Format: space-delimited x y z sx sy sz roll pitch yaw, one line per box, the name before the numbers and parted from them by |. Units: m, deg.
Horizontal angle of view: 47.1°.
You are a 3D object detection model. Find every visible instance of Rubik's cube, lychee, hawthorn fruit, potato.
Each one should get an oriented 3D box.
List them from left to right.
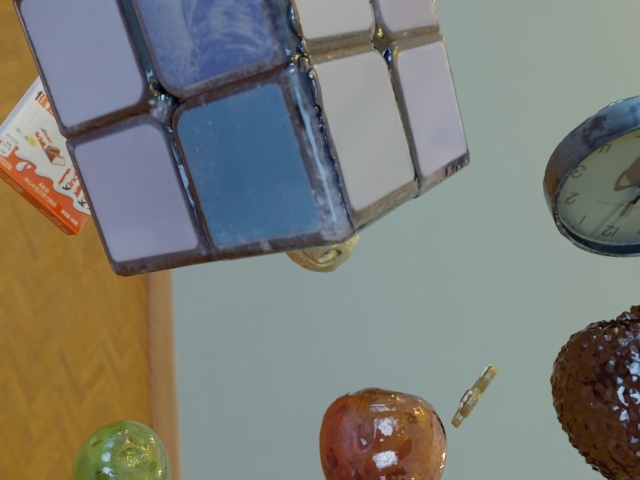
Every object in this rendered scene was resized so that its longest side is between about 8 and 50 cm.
potato | -0.423 0.513 1.579 0.216 0.216 0.304 -94 180 -46
Rubik's cube | -0.062 -0.167 0.767 0.313 0.318 0.316 -32 110 -53
hawthorn fruit | 0.124 0.469 1.510 0.276 0.276 0.307 68 24 -45
lychee | 0.447 0.212 0.995 0.260 0.261 0.260 -13 90 -81

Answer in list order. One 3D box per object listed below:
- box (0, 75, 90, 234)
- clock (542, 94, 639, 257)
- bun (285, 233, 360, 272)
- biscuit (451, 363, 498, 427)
box | -0.582 -0.196 1.642 0.273 0.048 0.265 50 50 -40
clock | 0.539 -0.098 1.217 0.325 0.325 0.067 68 16 -44
bun | 0.000 0.000 1.573 0.102 0.183 0.183 -101 173 -53
biscuit | 0.365 0.378 1.775 0.035 0.158 0.240 36 -18 15
